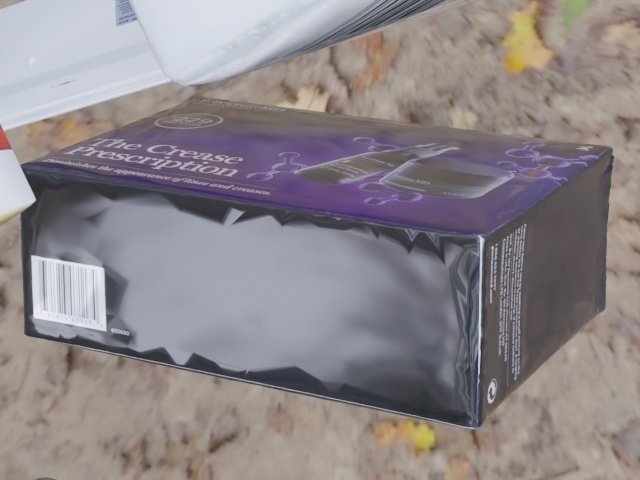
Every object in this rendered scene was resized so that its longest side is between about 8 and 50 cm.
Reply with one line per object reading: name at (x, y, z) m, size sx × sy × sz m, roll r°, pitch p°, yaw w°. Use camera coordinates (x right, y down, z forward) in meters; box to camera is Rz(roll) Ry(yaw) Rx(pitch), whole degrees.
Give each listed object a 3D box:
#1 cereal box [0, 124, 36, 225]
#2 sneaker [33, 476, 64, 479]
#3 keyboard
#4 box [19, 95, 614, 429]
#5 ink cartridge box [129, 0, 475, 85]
cereal box at (-0.185, -0.087, 0.386) m, size 0.047 × 0.173 × 0.240 m, roll -28°, pitch 89°, yaw 37°
sneaker at (-0.138, 0.230, 1.038) m, size 0.081 × 0.094 × 0.208 m, roll -33°, pitch 113°, yaw -16°
keyboard at (-0.093, -0.112, 0.858) m, size 0.256 × 0.014 × 0.072 m, roll -13°, pitch 66°, yaw 29°
box at (0.000, 0.000, 0.877) m, size 0.261 × 0.184 × 0.103 m, roll 9°, pitch 107°, yaw 26°
ink cartridge box at (0.005, -0.268, 0.552) m, size 0.091 × 0.308 × 0.385 m, roll -22°, pitch 92°, yaw 45°
